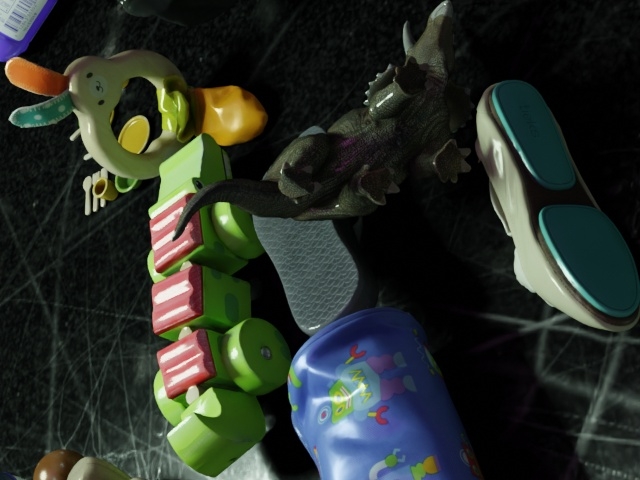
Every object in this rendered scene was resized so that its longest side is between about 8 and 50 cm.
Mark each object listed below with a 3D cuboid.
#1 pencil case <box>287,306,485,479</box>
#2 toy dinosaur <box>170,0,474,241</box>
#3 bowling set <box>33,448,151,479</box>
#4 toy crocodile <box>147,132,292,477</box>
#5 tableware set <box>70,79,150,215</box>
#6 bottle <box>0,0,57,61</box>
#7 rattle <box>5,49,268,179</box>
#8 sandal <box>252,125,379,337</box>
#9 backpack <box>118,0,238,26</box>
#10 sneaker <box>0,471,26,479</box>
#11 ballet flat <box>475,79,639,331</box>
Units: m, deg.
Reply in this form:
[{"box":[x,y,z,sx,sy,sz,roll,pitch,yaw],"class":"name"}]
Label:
[{"box":[0.061,0.198,1.283,0.133,0.119,0.306,-25,51,8],"class":"pencil case"},{"box":[0.026,-0.063,1.383,0.313,0.121,0.160,-40,3,-10],"class":"toy dinosaur"},{"box":[-0.173,0.268,1.499,0.287,0.154,0.200,-43,28,25],"class":"bowling set"},{"box":[-0.105,0.052,1.529,0.115,0.105,0.341,-30,53,33],"class":"toy crocodile"},{"box":[-0.216,-0.108,1.775,0.104,0.024,0.154,-24,56,36],"class":"tableware set"},{"box":[-0.312,-0.338,1.906,0.283,0.118,0.092,-55,11,12],"class":"bottle"},{"box":[-0.176,-0.122,1.609,0.142,0.199,0.130,32,95,48],"class":"rattle"},{"box":[-0.001,0.001,1.468,0.097,0.054,0.254,-37,37,21],"class":"sandal"},{"box":[-0.052,-0.406,1.605,0.356,0.273,0.290,-60,35,40],"class":"backpack"},{"box":[-0.356,0.329,1.556,0.130,0.236,0.323,-34,50,30],"class":"sneaker"},{"box":[0.172,-0.013,1.313,0.086,0.086,0.248,-39,47,26],"class":"ballet flat"}]
